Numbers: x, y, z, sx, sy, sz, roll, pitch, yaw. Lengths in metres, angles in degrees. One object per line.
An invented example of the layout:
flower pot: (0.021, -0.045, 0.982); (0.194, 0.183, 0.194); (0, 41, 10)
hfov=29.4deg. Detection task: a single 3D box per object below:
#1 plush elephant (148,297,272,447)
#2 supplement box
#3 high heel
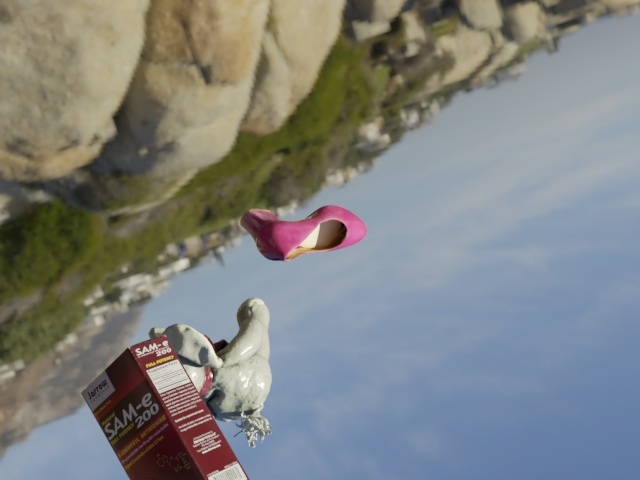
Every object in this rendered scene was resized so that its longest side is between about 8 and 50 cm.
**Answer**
plush elephant: (-0.243, 0.259, 2.408); (0.272, 0.255, 0.330); (-55, -153, 17)
supplement box: (-0.200, 0.260, 1.587); (0.073, 0.239, 0.130); (-15, 158, -51)
high heel: (0.000, 0.000, 1.856); (0.244, 0.082, 0.117); (10, -156, -44)
